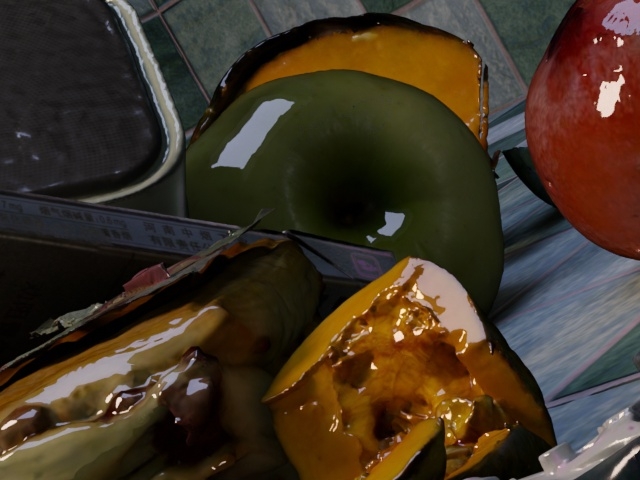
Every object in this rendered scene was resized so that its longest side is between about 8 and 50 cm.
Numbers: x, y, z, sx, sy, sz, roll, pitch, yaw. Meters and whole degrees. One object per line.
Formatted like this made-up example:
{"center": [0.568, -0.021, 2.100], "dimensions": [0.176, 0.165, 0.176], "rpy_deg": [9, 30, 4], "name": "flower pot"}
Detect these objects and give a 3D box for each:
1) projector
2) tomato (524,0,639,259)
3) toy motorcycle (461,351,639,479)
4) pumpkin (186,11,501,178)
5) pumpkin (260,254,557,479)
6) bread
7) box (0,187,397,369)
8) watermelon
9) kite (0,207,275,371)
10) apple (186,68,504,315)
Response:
{"center": [-0.224, -0.001, 1.304], "dimensions": [0.248, 0.249, 0.248], "rpy_deg": [-11, 43, -14], "name": "projector"}
{"center": [0.229, -0.090, 1.221], "dimensions": [0.208, 0.184, 0.208], "rpy_deg": [-28, 4, 2], "name": "tomato"}
{"center": [0.075, 0.100, 0.627], "dimensions": [0.221, 0.102, 0.150], "rpy_deg": [-30, -8, -1], "name": "toy motorcycle"}
{"center": [0.018, -0.056, 1.738], "dimensions": [0.303, 0.256, 0.225], "rpy_deg": [-28, -20, -7], "name": "pumpkin"}
{"center": [0.040, 0.098, 0.795], "dimensions": [0.119, 0.107, 0.183], "rpy_deg": [-31, 19, 23], "name": "pumpkin"}
{"center": [-0.103, 0.128, 0.985], "dimensions": [0.277, 0.167, 0.324], "rpy_deg": [-29, 5, 9], "name": "bread"}
{"center": [-0.123, 0.060, 1.180], "dimensions": [0.325, 0.047, 0.180], "rpy_deg": [9, -50, -34], "name": "box"}
{"center": [0.247, -0.075, 1.788], "dimensions": [0.139, 0.071, 0.187], "rpy_deg": [-21, -1, 20], "name": "watermelon"}
{"center": [-0.114, 0.034, 0.971], "dimensions": [0.229, 0.012, 0.250], "rpy_deg": [-29, 3, -26], "name": "kite"}
{"center": [0.000, 0.000, 1.473], "dimensions": [0.279, 0.279, 0.279], "rpy_deg": [-29, 4, 2], "name": "apple"}
